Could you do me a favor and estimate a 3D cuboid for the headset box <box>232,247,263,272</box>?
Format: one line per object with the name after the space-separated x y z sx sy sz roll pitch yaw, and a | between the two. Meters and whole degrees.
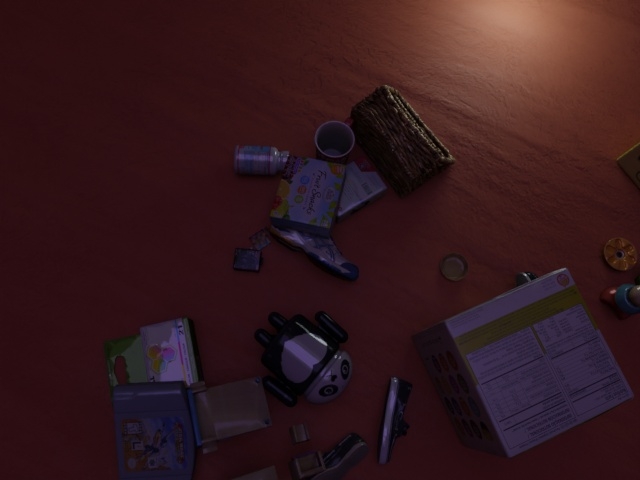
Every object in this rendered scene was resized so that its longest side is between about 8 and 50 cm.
-0.208 0.058 1.605 0.083 0.032 0.062 6 75 1 | headset box

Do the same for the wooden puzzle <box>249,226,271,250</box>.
-0.177 -0.001 1.635 0.083 0.006 0.049 -33 79 -10 | wooden puzzle

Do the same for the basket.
0.255 -0.320 1.631 0.223 0.213 0.299 -34 79 -10 | basket

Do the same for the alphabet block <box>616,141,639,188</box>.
1.065 -0.248 1.660 0.193 0.192 0.197 -32 78 -12 | alphabet block

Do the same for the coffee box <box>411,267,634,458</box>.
0.486 0.314 1.409 0.338 0.338 0.335 -22 77 -9 | coffee box

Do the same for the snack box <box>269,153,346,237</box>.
-0.031 -0.128 1.561 0.174 0.070 0.207 13 68 7 | snack box

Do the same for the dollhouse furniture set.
-0.180 0.492 1.425 0.286 0.198 0.304 -10 65 -20 | dollhouse furniture set

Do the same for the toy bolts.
0.907 0.099 1.575 0.218 0.158 0.228 42 77 8 | toy bolts

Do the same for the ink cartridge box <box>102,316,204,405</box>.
-0.460 0.329 1.489 0.255 0.097 0.189 -13 77 -6 | ink cartridge box

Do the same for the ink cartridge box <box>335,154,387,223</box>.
0.089 -0.152 1.651 0.175 0.072 0.127 -31 77 -9 | ink cartridge box

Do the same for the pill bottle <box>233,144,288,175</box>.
-0.176 -0.239 1.657 0.160 0.087 0.087 2 75 -2 | pill bottle

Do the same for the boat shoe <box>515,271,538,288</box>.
0.653 0.219 1.564 0.091 0.114 0.303 -23 89 -7 | boat shoe

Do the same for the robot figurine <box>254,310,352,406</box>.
-0.046 0.309 1.470 0.278 0.173 0.209 39 118 8 | robot figurine

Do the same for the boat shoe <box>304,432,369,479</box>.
0.034 0.592 1.471 0.206 0.075 0.065 -37 37 -6 | boat shoe

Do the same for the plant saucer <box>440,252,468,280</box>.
0.394 0.079 1.633 0.083 0.015 0.084 1 75 -2 | plant saucer

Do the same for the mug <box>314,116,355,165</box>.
0.052 -0.271 1.632 0.150 0.169 0.113 -28 78 -10 | mug

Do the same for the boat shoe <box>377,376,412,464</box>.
0.205 0.488 1.490 0.076 0.080 0.229 12 67 2 | boat shoe

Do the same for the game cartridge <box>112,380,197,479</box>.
-0.418 0.509 1.413 0.197 0.062 0.298 -2 97 1 | game cartridge

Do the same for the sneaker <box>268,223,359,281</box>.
0.000 0.000 1.589 0.296 0.112 0.131 34 76 6 | sneaker
